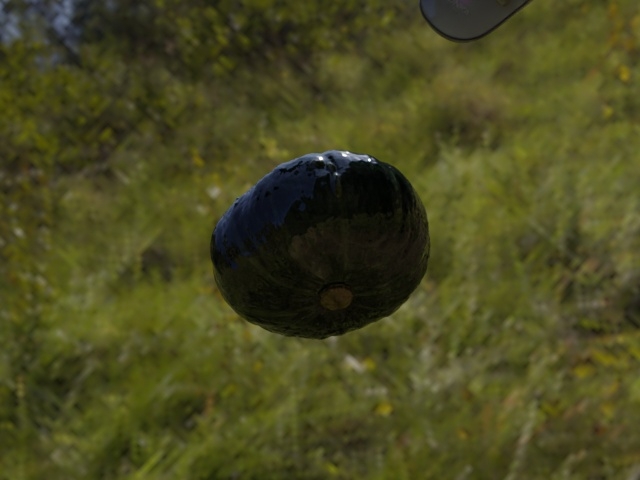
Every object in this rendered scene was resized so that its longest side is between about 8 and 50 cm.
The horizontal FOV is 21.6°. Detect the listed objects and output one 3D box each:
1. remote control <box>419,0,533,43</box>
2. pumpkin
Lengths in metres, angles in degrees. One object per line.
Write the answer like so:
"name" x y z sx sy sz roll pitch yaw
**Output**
"remote control" 0.172 -0.234 1.393 0.229 0.073 0.044 -40 -21 -23
"pumpkin" 0.000 0.003 1.598 0.212 0.152 0.211 -13 -44 -13
